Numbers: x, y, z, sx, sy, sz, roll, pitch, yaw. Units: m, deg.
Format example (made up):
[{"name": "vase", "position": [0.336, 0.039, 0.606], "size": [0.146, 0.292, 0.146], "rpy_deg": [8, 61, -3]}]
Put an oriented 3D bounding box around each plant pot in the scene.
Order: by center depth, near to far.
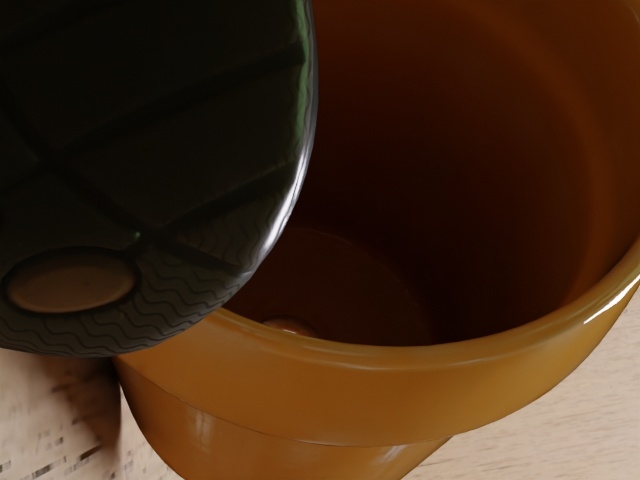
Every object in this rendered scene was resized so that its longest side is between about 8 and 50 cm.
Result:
[{"name": "plant pot", "position": [0.000, 0.000, 0.553], "size": [0.188, 0.205, 0.205], "rpy_deg": [104, -19, -55]}]

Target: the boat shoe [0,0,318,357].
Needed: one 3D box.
[{"name": "boat shoe", "position": [-0.068, -0.138, 0.357], "size": [0.120, 0.123, 0.324], "rpy_deg": [-171, -101, -86]}]

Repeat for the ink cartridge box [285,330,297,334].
[{"name": "ink cartridge box", "position": [0.034, -0.002, 1.001], "size": [0.093, 0.212, 0.154], "rpy_deg": [-98, 177, -52]}]
